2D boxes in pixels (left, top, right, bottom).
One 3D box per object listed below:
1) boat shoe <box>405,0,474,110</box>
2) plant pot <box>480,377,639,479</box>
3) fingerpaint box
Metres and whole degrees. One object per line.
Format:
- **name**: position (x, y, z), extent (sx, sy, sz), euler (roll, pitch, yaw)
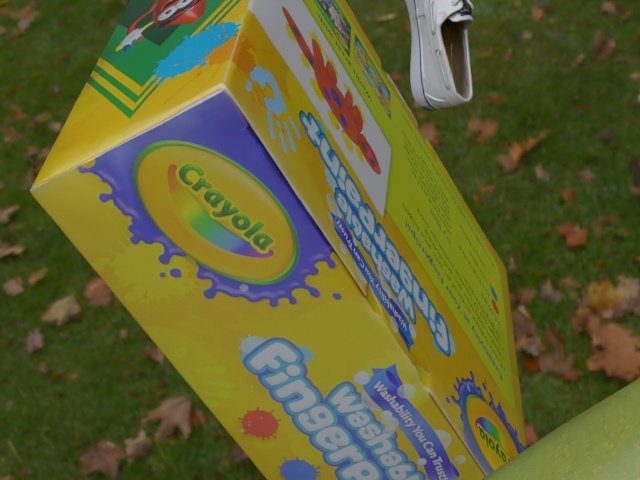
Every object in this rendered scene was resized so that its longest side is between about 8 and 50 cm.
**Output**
- **boat shoe**: position (0.066, -0.120, 0.603), extent (0.035, 0.100, 0.035), euler (-4, 4, -44)
- **plant pot**: position (0.152, 0.188, 0.511), extent (0.294, 0.274, 0.275), euler (-57, 32, 20)
- **fingerpaint box**: position (0.000, 0.000, 0.936), extent (0.163, 0.445, 0.371), euler (-24, 29, 19)
